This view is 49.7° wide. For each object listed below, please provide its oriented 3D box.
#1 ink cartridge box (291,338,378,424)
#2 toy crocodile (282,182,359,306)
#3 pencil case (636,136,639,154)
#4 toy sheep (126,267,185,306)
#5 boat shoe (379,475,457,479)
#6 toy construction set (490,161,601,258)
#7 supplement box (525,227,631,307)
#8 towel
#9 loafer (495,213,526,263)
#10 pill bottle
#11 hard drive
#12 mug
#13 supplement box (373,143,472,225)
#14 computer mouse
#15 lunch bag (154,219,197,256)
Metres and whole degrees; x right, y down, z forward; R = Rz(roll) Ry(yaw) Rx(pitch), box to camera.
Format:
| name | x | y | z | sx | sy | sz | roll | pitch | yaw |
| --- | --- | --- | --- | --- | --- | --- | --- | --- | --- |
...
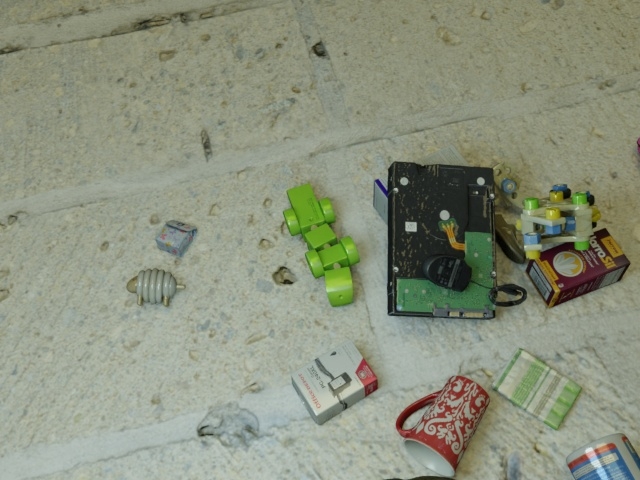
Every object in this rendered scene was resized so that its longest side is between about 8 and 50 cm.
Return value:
| name | x | y | z | sx | sy | sz | roll | pitch | yaw |
| --- | --- | --- | --- | --- | --- | --- | --- | --- | --- |
| ink cartridge box | 0.028 | 0.293 | 1.435 | 0.150 | 0.063 | 0.109 | -29 | 61 | -13 |
| toy crocodile | 0.000 | 0.000 | 1.606 | 0.115 | 0.105 | 0.340 | -22 | 55 | -9 |
| pencil case | 0.823 | -0.176 | 1.648 | 0.095 | 0.098 | 0.209 | -3 | 58 | 2 |
| toy sheep | -0.373 | 0.106 | 1.570 | 0.132 | 0.091 | 0.091 | 4 | 58 | -10 |
| boat shoe | 0.189 | 0.487 | 1.314 | 0.178 | 0.064 | 0.060 | -3 | 91 | 0 |
| toy construction set | 0.488 | -0.066 | 1.540 | 0.215 | 0.151 | 0.328 | -11 | 29 | -7 |
| supplement box | 0.567 | 0.060 | 1.530 | 0.188 | 0.081 | 0.104 | -20 | 59 | -8 |
| towel | 0.445 | 0.305 | 1.427 | 0.152 | 0.023 | 0.113 | 34 | 69 | 20 |
| loafer | 0.434 | -0.010 | 1.597 | 0.050 | 0.056 | 0.148 | -29 | 61 | -6 |
| pill bottle | 0.553 | 0.476 | 1.251 | 0.124 | 0.124 | 0.221 | -18 | 59 | -7 |
| hard drive | 0.265 | 0.001 | 1.519 | 0.236 | 0.064 | 0.339 | 2 | 77 | -7 |
| mug | 0.239 | 0.349 | 1.361 | 0.150 | 0.113 | 0.169 | 31 | 62 | 19 |
| supplement box | 0.247 | -0.120 | 1.646 | 0.220 | 0.111 | 0.114 | -27 | 61 | -12 |
| computer mouse | 0.324 | 0.086 | 1.463 | 0.242 | 0.041 | 0.071 | 20 | 92 | -11 |
| lunch bag | -0.346 | -0.012 | 1.657 | 0.071 | 0.053 | 0.083 | 21 | 53 | 14 |
